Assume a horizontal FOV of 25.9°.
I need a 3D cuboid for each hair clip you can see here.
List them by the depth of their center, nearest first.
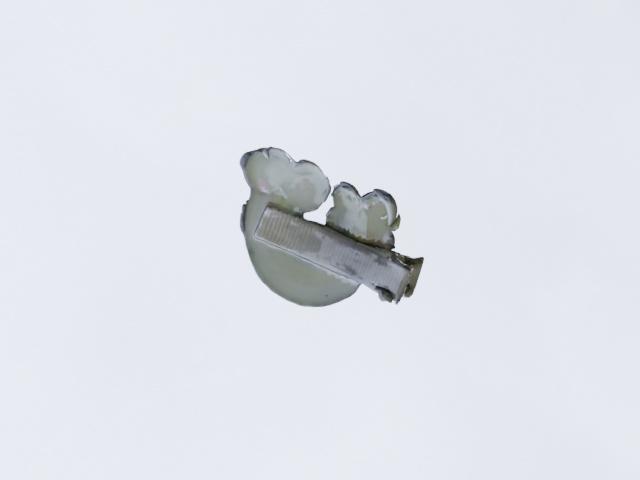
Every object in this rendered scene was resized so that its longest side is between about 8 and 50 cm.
[{"bbox_3d":[0.000,0.000,1.135,0.172,0.116,0.049,24,-172,17],"label":"hair clip"}]
